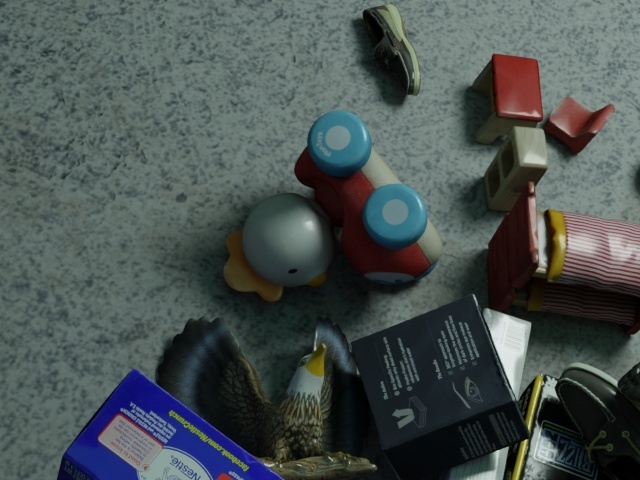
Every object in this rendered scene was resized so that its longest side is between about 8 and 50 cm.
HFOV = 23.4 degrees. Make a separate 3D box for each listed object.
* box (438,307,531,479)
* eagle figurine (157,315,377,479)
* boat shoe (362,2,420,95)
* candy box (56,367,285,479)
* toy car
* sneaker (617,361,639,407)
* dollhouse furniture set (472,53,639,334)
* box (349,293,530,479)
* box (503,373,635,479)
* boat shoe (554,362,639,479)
[{"bbox_3d":[0.183,0.232,1.803,0.067,0.063,0.324,17,57,-4],"label":"box"},{"bbox_3d":[-0.039,0.202,1.696,0.225,0.298,0.226,-40,111,0],"label":"eagle figurine"},{"bbox_3d":[0.094,-0.253,2.069,0.049,0.056,0.152,-8,54,-15],"label":"boat shoe"},{"bbox_3d":[-0.133,0.302,1.519,0.268,0.317,0.122,36,60,6],"label":"candy box"},{"bbox_3d":[0.000,0.000,1.839,0.238,0.219,0.210,-36,75,0],"label":"toy car"},{"bbox_3d":[0.463,0.173,1.751,0.182,0.158,0.410,50,15,13],"label":"sneaker"},{"bbox_3d":[0.321,-0.080,1.972,0.201,0.152,0.374,7,59,-12],"label":"dollhouse furniture set"},{"bbox_3d":[0.134,0.169,1.754,0.158,0.093,0.156,-21,50,6],"label":"box"},{"bbox_3d":[0.362,0.328,1.794,0.322,0.079,0.257,22,55,-3],"label":"box"},{"bbox_3d":[0.344,0.238,1.747,0.069,0.081,0.228,-35,77,-34],"label":"boat shoe"}]
